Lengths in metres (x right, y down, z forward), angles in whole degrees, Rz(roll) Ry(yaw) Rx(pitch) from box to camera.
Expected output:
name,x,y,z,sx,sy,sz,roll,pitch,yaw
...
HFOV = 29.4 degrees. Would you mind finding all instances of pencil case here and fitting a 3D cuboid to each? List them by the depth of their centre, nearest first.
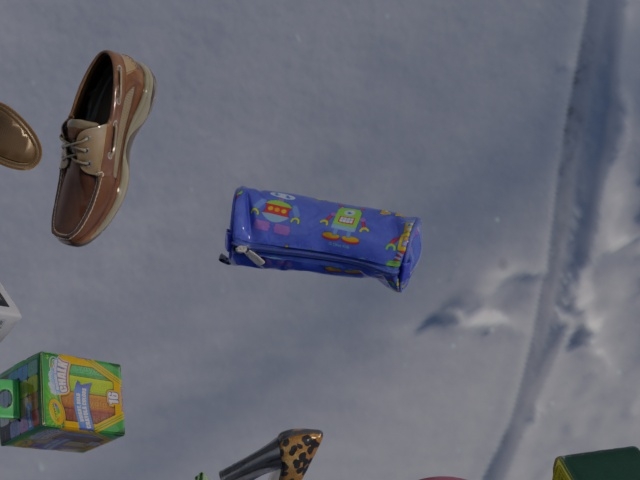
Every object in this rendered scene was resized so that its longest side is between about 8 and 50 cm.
name,x,y,z,sx,sy,sz,roll,pitch,yaw
pencil case,0.000,0.000,1.835,0.306,0.133,0.119,9,127,7

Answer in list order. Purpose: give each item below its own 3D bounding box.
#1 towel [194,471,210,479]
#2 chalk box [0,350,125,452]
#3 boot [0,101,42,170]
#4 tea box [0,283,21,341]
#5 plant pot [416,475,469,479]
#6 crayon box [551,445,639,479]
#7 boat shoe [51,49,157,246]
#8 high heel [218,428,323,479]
name,x,y,z,sx,sy,sz,roll,pitch,yaw
towel,-0.121,0.362,1.428,0.023,0.152,0.113,-21,126,12
chalk box,-0.452,0.271,2.036,0.132,0.132,0.213,-27,151,38
boot,-0.471,-0.154,1.672,0.073,0.197,0.152,-58,-170,-13
tea box,-0.688,0.133,1.785,0.323,0.220,0.329,-47,154,12
plant pot,0.143,0.373,1.274,0.201,0.180,0.201,-2,103,-8
crayon box,0.265,0.346,0.958,0.081,0.318,0.202,-4,127,-15
boat shoe,-0.365,-0.151,1.921,0.123,0.324,0.116,6,164,30
high heel,-0.035,0.431,2.088,0.186,0.093,0.261,-29,129,5
